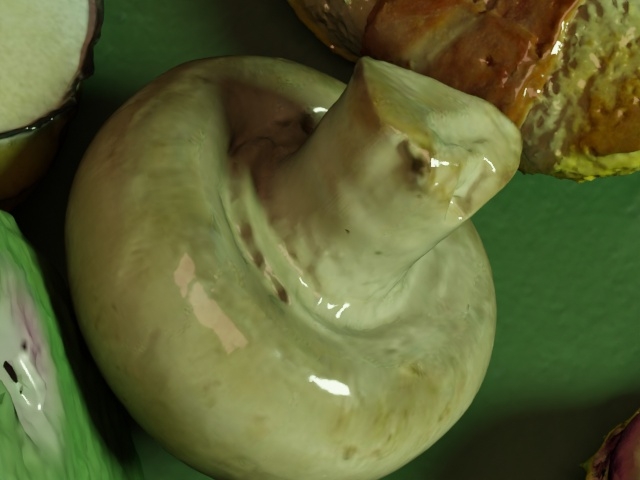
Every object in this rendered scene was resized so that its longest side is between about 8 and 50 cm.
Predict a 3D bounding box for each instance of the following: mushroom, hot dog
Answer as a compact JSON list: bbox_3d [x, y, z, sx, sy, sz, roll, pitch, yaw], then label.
[{"bbox_3d":[0.000,0.000,0.740,0.204,0.204,0.204,-1,81,4],"label":"mushroom"},{"bbox_3d":[0.087,-0.103,0.816,0.261,0.093,0.123,40,94,24],"label":"hot dog"}]

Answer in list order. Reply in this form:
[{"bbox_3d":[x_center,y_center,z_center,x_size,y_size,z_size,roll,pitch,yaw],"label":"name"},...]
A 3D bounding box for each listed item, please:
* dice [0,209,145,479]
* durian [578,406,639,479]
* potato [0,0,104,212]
[{"bbox_3d":[-0.237,0.163,0.674,0.322,0.318,0.330,-13,79,3],"label":"dice"},{"bbox_3d":[0.183,0.119,0.784,0.187,0.119,0.108,-31,42,-13],"label":"durian"},{"bbox_3d":[-0.267,-0.094,0.798,0.300,0.196,0.246,14,56,-19],"label":"potato"}]
